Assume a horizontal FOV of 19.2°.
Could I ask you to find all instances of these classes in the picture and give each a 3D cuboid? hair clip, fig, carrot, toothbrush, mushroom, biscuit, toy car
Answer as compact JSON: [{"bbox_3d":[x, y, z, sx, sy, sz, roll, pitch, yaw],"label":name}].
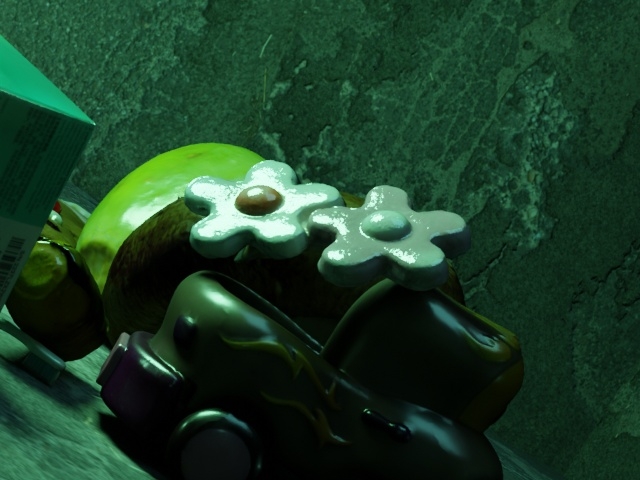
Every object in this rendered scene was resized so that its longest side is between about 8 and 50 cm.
[{"bbox_3d":[0.000,-0.007,1.577,0.257,0.075,0.146,7,25,31],"label":"hair clip"},{"bbox_3d":[-0.141,0.025,2.092,0.258,0.258,0.326,33,20,20],"label":"fig"},{"bbox_3d":[-0.227,0.055,1.629,0.082,0.082,0.173,33,-18,16],"label":"carrot"},{"bbox_3d":[-0.325,0.041,1.592,0.263,0.026,0.022,33,10,8],"label":"toothbrush"},{"bbox_3d":[-0.041,0.066,1.817,0.345,0.345,0.239,32,24,-31],"label":"mushroom"},{"bbox_3d":[-0.388,-0.047,2.552,0.283,0.064,0.432,33,1,-7],"label":"biscuit"},{"bbox_3d":[0.003,0.123,1.587,0.341,0.240,0.271,30,2,-7],"label":"toy car"}]

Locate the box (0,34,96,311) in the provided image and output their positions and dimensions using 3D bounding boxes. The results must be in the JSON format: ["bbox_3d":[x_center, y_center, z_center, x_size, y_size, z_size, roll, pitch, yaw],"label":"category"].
[{"bbox_3d":[-0.330,-0.084,1.557,0.118,0.205,0.311,22,11,-40],"label":"box"}]
